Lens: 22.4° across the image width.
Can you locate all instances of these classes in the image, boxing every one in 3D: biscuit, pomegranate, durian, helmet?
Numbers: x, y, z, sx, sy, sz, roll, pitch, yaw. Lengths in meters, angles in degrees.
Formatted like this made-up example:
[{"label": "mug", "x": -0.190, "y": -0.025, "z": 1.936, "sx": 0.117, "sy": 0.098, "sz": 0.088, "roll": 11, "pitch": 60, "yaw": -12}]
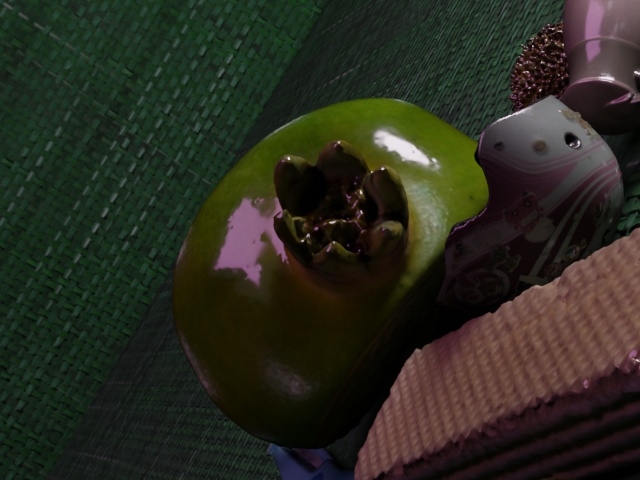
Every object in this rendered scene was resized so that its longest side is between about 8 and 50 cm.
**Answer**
[{"label": "biscuit", "x": 0.157, "y": 0.085, "z": 1.034, "sx": 0.426, "sy": 0.078, "sz": 0.144, "roll": -35, "pitch": 25, "yaw": 58}, {"label": "pomegranate", "x": 0.000, "y": 0.000, "z": 1.319, "sx": 0.310, "sy": 0.216, "sz": 0.358, "roll": -47, "pitch": -19, "yaw": -10}, {"label": "durian", "x": 0.211, "y": -0.153, "z": 1.424, "sx": 0.140, "sy": 0.071, "sz": 0.110, "roll": -41, "pitch": 20, "yaw": 36}, {"label": "helmet", "x": 0.162, "y": -0.014, "z": 1.186, "sx": 0.153, "sy": 0.107, "sz": 0.177, "roll": -35, "pitch": -35, "yaw": -67}]

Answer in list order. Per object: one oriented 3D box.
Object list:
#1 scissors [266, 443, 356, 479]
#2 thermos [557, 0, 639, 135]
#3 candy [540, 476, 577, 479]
[{"label": "scissors", "x": -0.001, "y": 0.226, "z": 1.381, "sx": 0.180, "sy": 0.032, "sz": 0.393, "roll": -50, "pitch": 13, "yaw": 0}, {"label": "thermos", "x": 0.253, "y": -0.173, "z": 1.274, "sx": 0.137, "sy": 0.105, "sz": 0.193, "roll": -5, "pitch": 50, "yaw": 34}, {"label": "candy", "x": 0.123, "y": 0.186, "z": 1.017, "sx": 0.061, "sy": 0.061, "sz": 0.202, "roll": -62, "pitch": 6, "yaw": -19}]
